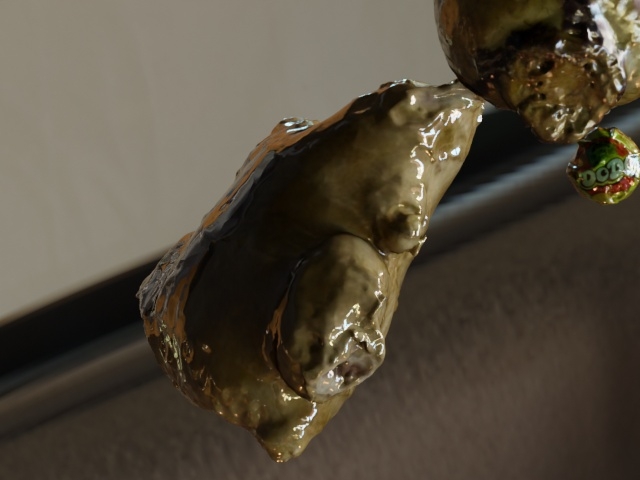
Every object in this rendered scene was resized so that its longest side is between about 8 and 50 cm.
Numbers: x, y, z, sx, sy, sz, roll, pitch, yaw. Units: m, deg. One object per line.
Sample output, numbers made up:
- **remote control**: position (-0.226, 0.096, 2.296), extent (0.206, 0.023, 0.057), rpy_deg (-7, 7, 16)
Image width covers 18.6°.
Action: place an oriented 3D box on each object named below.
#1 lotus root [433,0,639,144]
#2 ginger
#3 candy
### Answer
- **lotus root**: position (0.096, -0.124, 0.889), extent (0.108, 0.094, 0.190), rpy_deg (18, -149, -19)
- **ginger**: position (0.000, 0.000, 1.189), extent (0.270, 0.123, 0.219), rpy_deg (-53, -148, 23)
- **candy**: position (0.217, -0.051, 1.512), extent (0.060, 0.201, 0.060), rpy_deg (0, -93, 5)
